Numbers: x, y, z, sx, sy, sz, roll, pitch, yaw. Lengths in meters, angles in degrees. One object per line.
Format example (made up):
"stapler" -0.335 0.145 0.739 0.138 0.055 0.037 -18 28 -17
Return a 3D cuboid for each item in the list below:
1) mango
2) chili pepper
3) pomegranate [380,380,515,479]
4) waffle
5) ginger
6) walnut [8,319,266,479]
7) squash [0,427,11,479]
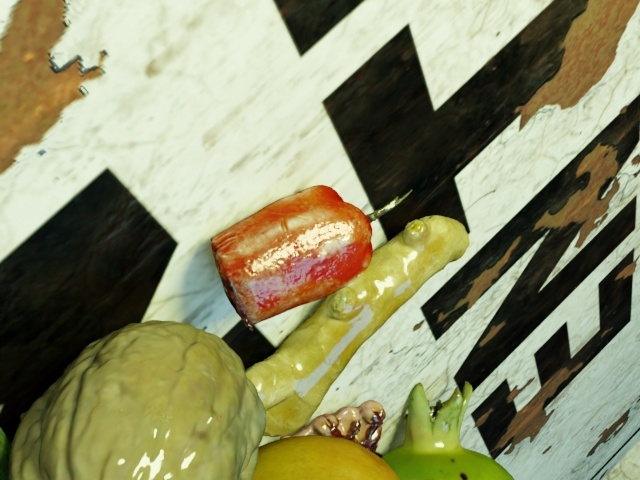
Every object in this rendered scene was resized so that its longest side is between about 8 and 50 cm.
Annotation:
"mango" -0.052 0.314 0.816 0.317 0.211 0.173 -27 -164 18
"chili pepper" 0.000 0.000 0.680 0.192 0.084 0.086 -27 159 -21
"pomegranate" 0.158 0.359 1.115 0.260 0.260 0.341 -3 95 -48
"waffle" -0.014 0.282 0.988 0.221 0.055 0.234 -24 144 -33
"ginger" 0.031 0.077 0.815 0.299 0.065 0.118 -44 154 -11
"walnut" -0.128 0.151 0.585 0.178 0.178 0.230 -63 -179 22
"squash" -0.239 0.187 0.608 0.077 0.068 0.219 -44 149 -20
